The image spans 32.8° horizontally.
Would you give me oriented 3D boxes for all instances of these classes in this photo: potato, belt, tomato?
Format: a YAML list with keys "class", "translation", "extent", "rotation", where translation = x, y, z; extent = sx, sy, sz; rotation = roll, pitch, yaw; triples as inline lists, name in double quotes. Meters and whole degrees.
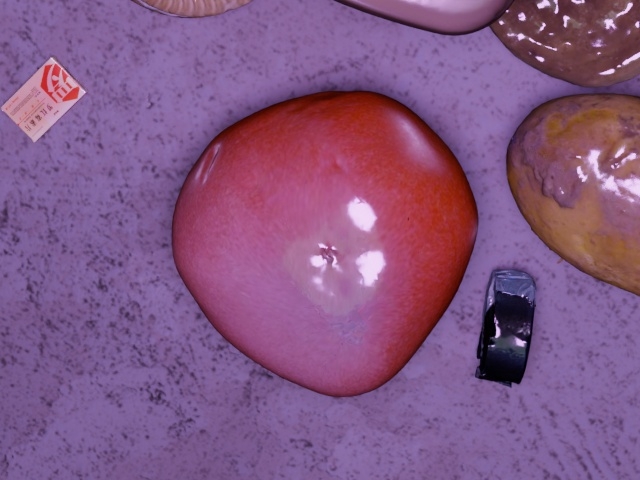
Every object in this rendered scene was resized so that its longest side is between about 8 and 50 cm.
- class: "potato"
  translation: [0.330, -0.056, 1.182]
  extent: [0.266, 0.229, 0.229]
  rotation: [17, 110, 1]
- class: "belt"
  translation: [0.222, 0.104, 1.292]
  extent: [0.058, 0.105, 0.140]
  rotation: [8, 92, 1]
- class: "tomato"
  translation: [0.000, 0.000, 1.189]
  extent: [0.342, 0.273, 0.341]
  rotation: [2, 110, 4]

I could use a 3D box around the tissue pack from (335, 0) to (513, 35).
- class: "tissue pack"
  translation: [0.111, -0.404, 1.030]
  extent: [0.267, 0.277, 0.387]
  rotation: [14, 109, -7]

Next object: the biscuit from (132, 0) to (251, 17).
- class: "biscuit"
  translation: [-0.143, -0.363, 1.178]
  extent: [0.259, 0.079, 0.259]
  rotation: [2, 109, 5]

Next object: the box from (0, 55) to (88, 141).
- class: "box"
  translation: [-0.329, -0.168, 1.296]
  extent: [0.093, 0.015, 0.058]
  rotation: [-40, 103, 17]

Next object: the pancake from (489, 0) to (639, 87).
- class: "pancake"
  translation: [0.284, -0.277, 1.148]
  extent: [0.242, 0.050, 0.241]
  rotation: [5, 103, 23]
